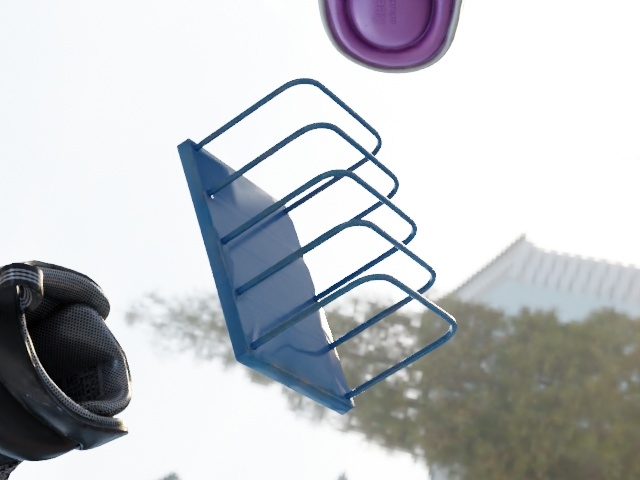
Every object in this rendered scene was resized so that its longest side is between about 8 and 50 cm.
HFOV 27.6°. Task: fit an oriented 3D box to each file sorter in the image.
[{"bbox_3d":[0.000,0.000,0.830,0.118,0.104,0.170,35,-152,-50],"label":"file sorter"}]

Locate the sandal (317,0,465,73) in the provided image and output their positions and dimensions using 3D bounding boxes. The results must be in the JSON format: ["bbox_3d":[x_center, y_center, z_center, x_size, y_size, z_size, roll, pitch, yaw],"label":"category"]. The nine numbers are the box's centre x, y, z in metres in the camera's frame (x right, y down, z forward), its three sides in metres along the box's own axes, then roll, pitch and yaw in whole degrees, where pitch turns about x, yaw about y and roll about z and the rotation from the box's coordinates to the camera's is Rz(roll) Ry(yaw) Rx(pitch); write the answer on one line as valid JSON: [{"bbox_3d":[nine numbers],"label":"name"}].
[{"bbox_3d":[0.049,-0.267,0.967,0.416,0.169,0.102,72,-161,-50],"label":"sandal"}]

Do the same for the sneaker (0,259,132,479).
[{"bbox_3d":[-0.160,0.099,0.631,0.269,0.153,0.101,81,174,-56],"label":"sneaker"}]
